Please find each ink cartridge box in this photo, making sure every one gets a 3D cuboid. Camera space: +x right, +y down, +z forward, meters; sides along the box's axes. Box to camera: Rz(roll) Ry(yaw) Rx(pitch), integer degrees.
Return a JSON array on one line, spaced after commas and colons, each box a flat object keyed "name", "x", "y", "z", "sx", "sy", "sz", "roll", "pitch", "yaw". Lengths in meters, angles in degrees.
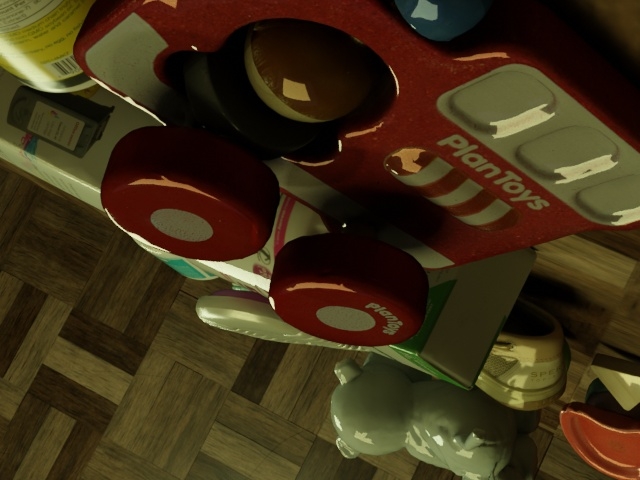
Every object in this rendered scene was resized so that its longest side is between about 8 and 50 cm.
[{"name": "ink cartridge box", "x": 0.095, "y": 0.046, "z": 0.956, "sx": 0.086, "sy": 0.153, "sz": 0.208, "roll": 33, "pitch": 169, "yaw": -30}, {"name": "ink cartridge box", "x": -0.340, "y": -0.144, "z": 1.223, "sx": 0.306, "sy": 0.131, "sz": 0.226, "roll": 26, "pitch": 171, "yaw": -5}]

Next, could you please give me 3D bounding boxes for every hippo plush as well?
[{"name": "hippo plush", "x": 0.136, "y": 0.245, "z": 1.175, "sx": 0.236, "sy": 0.234, "sz": 0.294, "roll": 2, "pitch": -156, "yaw": 25}]

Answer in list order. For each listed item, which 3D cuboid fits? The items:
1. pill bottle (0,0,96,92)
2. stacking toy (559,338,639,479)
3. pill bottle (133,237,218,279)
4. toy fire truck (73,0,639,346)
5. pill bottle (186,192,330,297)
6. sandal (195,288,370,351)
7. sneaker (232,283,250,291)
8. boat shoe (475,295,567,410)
[{"name": "pill bottle", "x": -0.200, "y": -0.187, "z": 0.584, "sx": 0.119, "sy": 0.119, "sz": 0.208, "roll": 24, "pitch": 171, "yaw": 17}, {"name": "stacking toy", "x": 0.353, "y": 0.179, "z": 1.292, "sx": 0.308, "sy": 0.130, "sz": 0.280, "roll": 20, "pitch": 143, "yaw": 25}, {"name": "pill bottle", "x": -0.201, "y": -0.020, "z": 1.479, "sx": 0.146, "sy": 0.146, "sz": 0.264, "roll": 25, "pitch": 171, "yaw": 14}, {"name": "toy fire truck", "x": 0.033, "y": -0.072, "z": 0.526, "sx": 0.302, "sy": 0.169, "sz": 0.253, "roll": 32, "pitch": 146, "yaw": -31}, {"name": "pill bottle", "x": -0.054, "y": -0.030, "z": 0.929, "sx": 0.283, "sy": 0.160, "sz": 0.160, "roll": 19, "pitch": 168, "yaw": 46}, {"name": "sandal", "x": -0.027, "y": 0.080, "z": 1.191, "sx": 0.169, "sy": 0.102, "sz": 0.416, "roll": 4, "pitch": 171, "yaw": 22}, {"name": "sneaker", "x": -0.061, "y": 0.000, "z": 1.308, "sx": 0.110, "sy": 0.122, "sz": 0.283, "roll": -10, "pitch": 170, "yaw": -33}, {"name": "boat shoe", "x": 0.147, "y": 0.061, "z": 1.089, "sx": 0.341, "sy": 0.121, "sz": 0.110, "roll": 31, "pitch": 140, "yaw": 39}]
